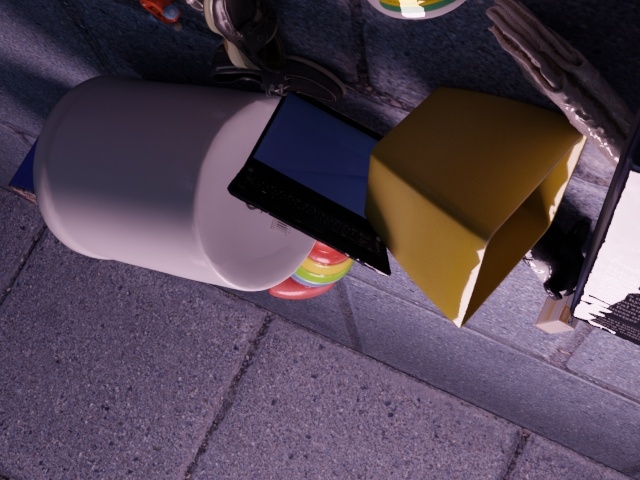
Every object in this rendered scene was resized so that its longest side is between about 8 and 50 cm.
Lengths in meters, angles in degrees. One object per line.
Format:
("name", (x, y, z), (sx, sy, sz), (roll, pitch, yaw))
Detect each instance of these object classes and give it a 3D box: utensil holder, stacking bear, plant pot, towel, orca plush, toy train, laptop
("utensil holder", (-0.226, -0.101, 1.433), (0.385, 0.327, 0.327), (12, 159, 39))
("stacking bear", (0.000, 0.000, 1.721), (0.164, 0.175, 0.289), (11, 159, -10))
("plant pot", (0.172, -0.061, 1.068), (0.187, 0.212, 0.212), (36, 153, 21))
("towel", (0.275, -0.116, 0.853), (0.282, 0.049, 0.187), (36, -160, -31))
("orca plush", (0.335, -0.018, 1.271), (0.287, 0.102, 0.151), (47, -158, -28))
("toy train", (-0.203, -0.334, 1.139), (0.125, 0.046, 0.166), (34, 167, -29))
("laptop", (0.018, -0.091, 1.193), (0.234, 0.136, 0.264), (28, -167, -5))

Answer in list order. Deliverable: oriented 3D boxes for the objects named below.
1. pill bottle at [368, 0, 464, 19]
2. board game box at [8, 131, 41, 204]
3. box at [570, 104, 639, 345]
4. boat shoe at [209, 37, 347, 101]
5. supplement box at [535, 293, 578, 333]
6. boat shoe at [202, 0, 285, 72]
("pill bottle", (0.067, -0.283, 0.695), (0.118, 0.117, 0.208), (21, 164, 23))
("board game box", (-0.495, -0.135, 1.948), (0.141, 0.232, 0.291), (13, 160, 45))
("box", (0.317, -0.084, 0.594), (0.183, 0.296, 0.294), (23, 164, 17))
("boat shoe", (-0.063, -0.223, 1.224), (0.206, 0.065, 0.075), (22, 164, 18))
("supplement box", (0.436, 0.132, 1.582), (0.036, 0.062, 0.098), (29, 166, -5))
("boat shoe", (-0.087, -0.273, 1.086), (0.073, 0.080, 0.223), (18, 169, 11))
